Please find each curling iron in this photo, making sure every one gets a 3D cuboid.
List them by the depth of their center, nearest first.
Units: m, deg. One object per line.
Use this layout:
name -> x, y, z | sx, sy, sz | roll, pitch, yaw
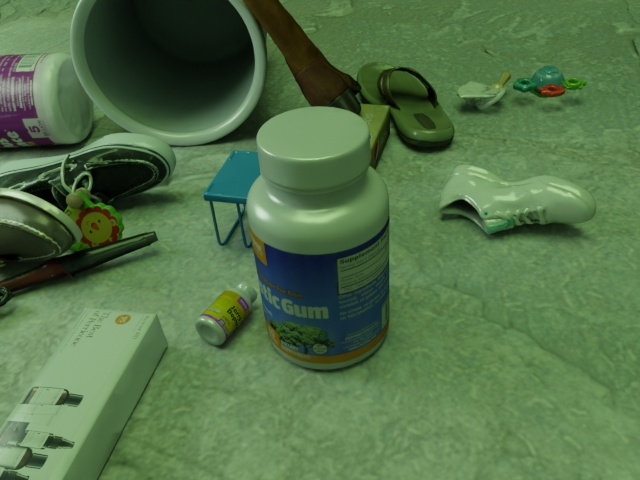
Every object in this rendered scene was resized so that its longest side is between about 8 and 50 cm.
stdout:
curling iron -> -0.355, 0.047, 0.872 | 0.274, 0.035, 0.068 | -23, 46, -20

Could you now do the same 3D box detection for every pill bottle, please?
pill bottle -> 0.000, 0.000, 0.698 | 0.152, 0.272, 0.152 | -4, 38, 3
pill bottle -> -0.114, 0.088, 0.784 | 0.043, 0.043, 0.083 | 17, 44, 26
pill bottle -> -0.598, -0.255, 1.176 | 0.302, 0.169, 0.169 | -2, 38, 5

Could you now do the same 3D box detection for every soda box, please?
soda box -> 0.072, -0.165, 1.072 | 0.061, 0.058, 0.181 | 7, 41, 15

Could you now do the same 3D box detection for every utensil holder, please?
utensil holder -> -0.258, -0.413, 1.221 | 0.328, 0.327, 0.385 | -4, 35, 1

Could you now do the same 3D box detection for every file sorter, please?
file sorter -> -0.058, -0.051, 0.905 | 0.170, 0.104, 0.118 | 6, 40, 14

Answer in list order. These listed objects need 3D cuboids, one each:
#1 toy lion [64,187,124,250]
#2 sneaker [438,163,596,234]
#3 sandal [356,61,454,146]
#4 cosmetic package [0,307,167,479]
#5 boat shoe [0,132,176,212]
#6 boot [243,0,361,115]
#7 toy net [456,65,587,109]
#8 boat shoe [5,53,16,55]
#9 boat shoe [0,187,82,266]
toy lion -> -0.341, -0.020, 0.924 | 0.100, 0.096, 0.034 | -39, 11, 18
sneaker -> 0.270, -0.043, 0.894 | 0.212, 0.080, 0.094 | 13, 53, 32
sandal -> 0.162, -0.272, 1.173 | 0.120, 0.086, 0.303 | -16, 39, -13
cosmetic package -> -0.259, 0.176, 0.678 | 0.099, 0.060, 0.239 | 5, 39, 11
boat shoe -> -0.376, -0.084, 0.981 | 0.306, 0.113, 0.105 | -6, 45, 3
boot -> -0.047, -0.340, 1.116 | 0.096, 0.280, 0.264 | -33, 22, 19
toy net -> 0.371, -0.276, 1.193 | 0.232, 0.045, 0.122 | -15, 41, -10
boat shoe -> -0.613, -0.344, 1.373 | 0.081, 0.079, 0.227 | -21, 45, -34
boat shoe -> -0.475, -0.008, 0.886 | 0.324, 0.116, 0.096 | 6, 49, 26
